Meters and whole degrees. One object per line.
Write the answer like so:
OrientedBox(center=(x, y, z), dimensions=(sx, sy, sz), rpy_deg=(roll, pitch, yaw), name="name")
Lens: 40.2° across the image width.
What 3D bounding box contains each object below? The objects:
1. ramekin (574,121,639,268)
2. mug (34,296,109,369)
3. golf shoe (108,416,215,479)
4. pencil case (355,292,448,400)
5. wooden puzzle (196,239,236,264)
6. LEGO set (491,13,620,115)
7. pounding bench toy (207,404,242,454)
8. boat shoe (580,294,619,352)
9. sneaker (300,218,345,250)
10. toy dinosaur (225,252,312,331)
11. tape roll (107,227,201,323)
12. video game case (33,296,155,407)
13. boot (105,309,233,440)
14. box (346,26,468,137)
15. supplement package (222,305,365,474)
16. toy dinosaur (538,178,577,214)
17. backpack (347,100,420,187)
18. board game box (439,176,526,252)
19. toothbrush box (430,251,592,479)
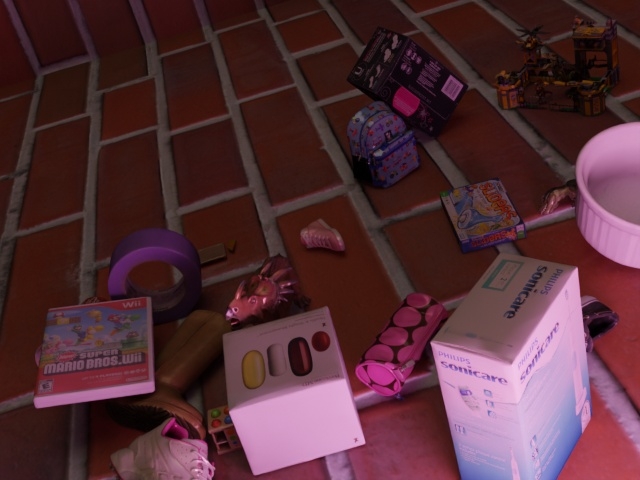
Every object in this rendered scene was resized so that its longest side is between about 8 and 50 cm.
OrientedBox(center=(0.606, -0.078, 1.618), dimensions=(0.277, 0.135, 0.277), rpy_deg=(-3, 50, 4), name="ramekin")
OrientedBox(center=(-0.496, 0.197, 1.760), dimensions=(0.150, 0.113, 0.169), rpy_deg=(-1, 32, 19), name="mug")
OrientedBox(center=(-0.213, 0.378, 1.344), dimensions=(0.140, 0.115, 0.306), rpy_deg=(-42, 40, -15), name="golf shoe")
OrientedBox(center=(0.150, 0.178, 1.530), dimensions=(0.098, 0.095, 0.209), rpy_deg=(-34, 14, 49), name="pencil case")
OrientedBox(center=(-0.248, 0.032, 1.989), dimensions=(0.116, 0.014, 0.078), rpy_deg=(-14, 28, 3), name="wooden puzzle")
OrientedBox(center=(0.594, -0.453, 2.188), dimensions=(0.331, 0.192, 0.255), rpy_deg=(18, 45, 41), name="LEGO set")
OrientedBox(center=(-0.161, 0.307, 1.489), dimensions=(0.052, 0.065, 0.083), rpy_deg=(-16, 32, 0), name="pounding bench toy")
OrientedBox(center=(0.417, 0.159, 1.438), dimensions=(0.076, 0.080, 0.228), rpy_deg=(27, 32, 37), name="boat shoe")
OrientedBox(center=(0.000, 0.000, 1.897), dimensions=(0.070, 0.051, 0.134), rpy_deg=(-27, 31, -14), name="sneaker")
OrientedBox(center=(-0.090, 0.092, 1.657), dimensions=(0.127, 0.200, 0.296), rpy_deg=(-11, 32, 7), name="toy dinosaur")
OrientedBox(center=(-0.340, 0.074, 1.802), dimensions=(0.189, 0.189, 0.080), rpy_deg=(-16, 32, 0), name="tape roll")
OrientedBox(center=(-0.411, 0.198, 1.615), dimensions=(0.204, 0.025, 0.285), rpy_deg=(-7, 29, -8), name="video game case")
OrientedBox(center=(-0.234, 0.239, 1.604), dimensions=(0.236, 0.089, 0.269), rpy_deg=(10, 39, 33), name="boot")
OrientedBox(center=(0.217, -0.394, 2.171), dimensions=(0.142, 0.247, 0.163), rpy_deg=(36, 96, 50), name="box")
OrientedBox(center=(-0.049, 0.245, 1.457), dimensions=(0.194, 0.149, 0.203), rpy_deg=(-16, 32, 0), name="supplement package")
OrientedBox(center=(0.585, -0.111, 1.807), dimensions=(0.268, 0.064, 0.118), rpy_deg=(-19, 26, -11), name="toy dinosaur")
OrientedBox(center=(0.146, -0.234, 2.070), dimensions=(0.158, 0.173, 0.117), rpy_deg=(-31, 36, -24), name="backpack")
OrientedBox(center=(0.340, -0.056, 1.847), dimensions=(0.136, 0.035, 0.201), rpy_deg=(-15, 33, 2), name="board game box")
OrientedBox(center=(0.282, 0.201, 1.248), dimensions=(0.126, 0.295, 0.216), rpy_deg=(12, 43, 36), name="toothbrush box")
